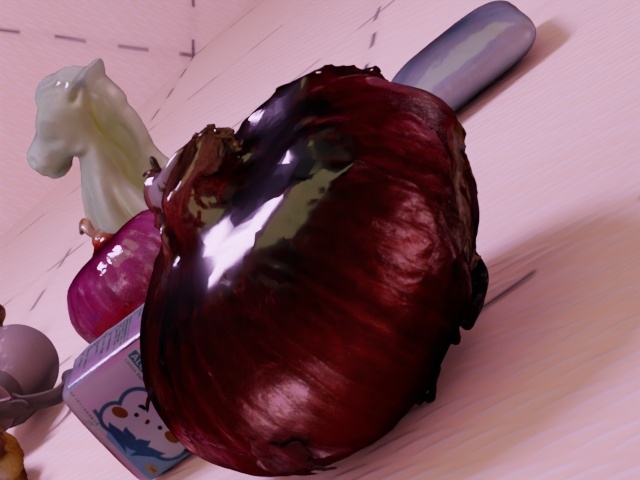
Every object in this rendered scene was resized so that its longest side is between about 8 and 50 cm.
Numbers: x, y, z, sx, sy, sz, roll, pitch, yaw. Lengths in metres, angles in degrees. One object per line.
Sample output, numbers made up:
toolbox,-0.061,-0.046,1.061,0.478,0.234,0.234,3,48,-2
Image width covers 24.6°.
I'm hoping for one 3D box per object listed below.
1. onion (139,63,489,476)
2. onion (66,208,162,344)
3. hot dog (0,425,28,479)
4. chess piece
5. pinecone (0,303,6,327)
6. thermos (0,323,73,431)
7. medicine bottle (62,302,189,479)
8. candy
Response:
onion,-0.018,0.017,1.021,0.314,0.232,0.314,-45,28,32
onion,-0.195,0.042,1.592,0.177,0.153,0.177,-27,27,15
hot dog,-0.389,0.227,1.552,0.213,0.146,0.103,-20,51,46
chess piece,-0.240,-0.074,1.757,0.176,0.298,0.176,-36,16,12
pinecone,-0.566,0.154,2.096,0.224,0.224,0.272,-54,-5,-44
thermos,-0.354,0.169,1.705,0.137,0.105,0.193,-1,10,-1
medicine bottle,-0.111,0.101,1.237,0.188,0.119,0.094,-37,15,16
candy,0.145,-0.185,1.549,0.174,0.071,0.138,-39,14,9
